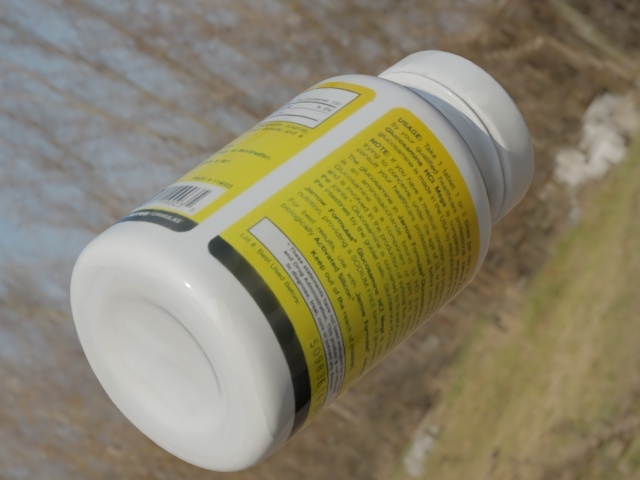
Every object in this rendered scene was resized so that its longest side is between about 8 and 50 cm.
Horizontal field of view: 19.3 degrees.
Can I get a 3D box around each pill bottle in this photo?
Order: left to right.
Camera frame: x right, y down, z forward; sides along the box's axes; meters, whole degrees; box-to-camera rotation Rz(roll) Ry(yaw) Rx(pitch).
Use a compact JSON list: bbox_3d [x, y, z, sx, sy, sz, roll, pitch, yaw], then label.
[{"bbox_3d":[0.000,0.000,1.334,0.334,0.188,0.188,-37,-13,-36],"label":"pill bottle"}]
